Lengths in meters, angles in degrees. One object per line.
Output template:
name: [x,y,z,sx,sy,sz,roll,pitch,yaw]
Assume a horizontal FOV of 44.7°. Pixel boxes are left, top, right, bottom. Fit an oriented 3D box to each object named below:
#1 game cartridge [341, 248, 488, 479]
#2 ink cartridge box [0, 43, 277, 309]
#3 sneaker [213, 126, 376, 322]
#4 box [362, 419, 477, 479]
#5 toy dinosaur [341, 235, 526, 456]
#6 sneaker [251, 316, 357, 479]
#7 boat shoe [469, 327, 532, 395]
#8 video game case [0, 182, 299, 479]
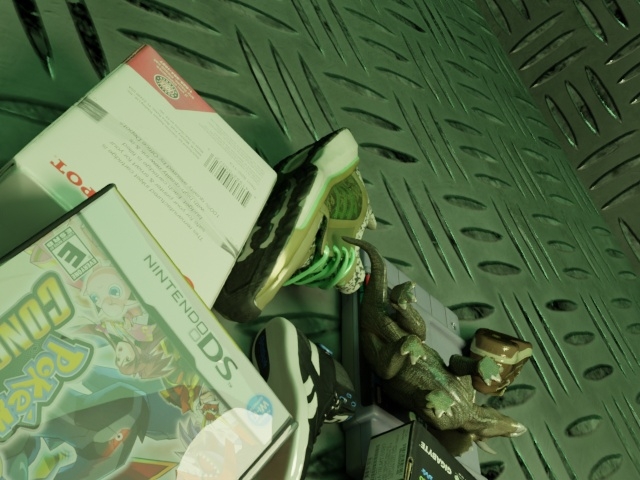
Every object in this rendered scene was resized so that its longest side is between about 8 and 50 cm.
game cartridge: [0.121,0.186,1.034,0.230,0.068,0.355,41,31,-31]
ink cartridge box: [-0.180,-0.040,0.757,0.207,0.117,0.283,46,31,-16]
sneaker: [0.000,0.000,0.963,0.182,0.158,0.410,54,30,-14]
box: [0.142,0.383,0.773,0.295,0.073,0.293,46,35,-19]
toy dinosaur: [0.102,0.140,0.884,0.313,0.160,0.121,44,62,6]
sneaker: [-0.007,0.187,0.816,0.121,0.079,0.217,34,34,-30]
boat shoe: [0.273,0.196,1.236,0.095,0.095,0.257,17,1,24]
video game case: [-0.174,0.131,0.546,0.275,0.035,0.248,-43,103,-36]
